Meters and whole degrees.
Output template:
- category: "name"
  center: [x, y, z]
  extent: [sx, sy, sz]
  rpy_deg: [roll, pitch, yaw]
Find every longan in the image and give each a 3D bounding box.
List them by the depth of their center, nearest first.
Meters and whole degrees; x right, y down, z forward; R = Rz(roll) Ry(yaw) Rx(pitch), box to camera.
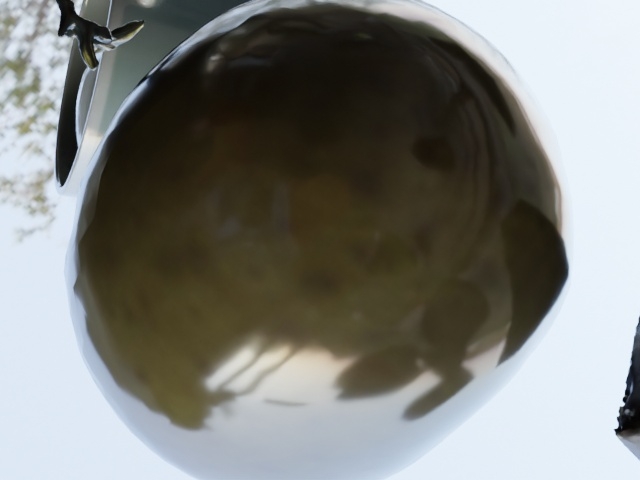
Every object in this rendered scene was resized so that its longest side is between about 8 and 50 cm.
- category: "longan"
  center: [0.000, 0.000, 0.964]
  extent: [0.361, 0.361, 0.361]
  rpy_deg: [19, -125, -29]

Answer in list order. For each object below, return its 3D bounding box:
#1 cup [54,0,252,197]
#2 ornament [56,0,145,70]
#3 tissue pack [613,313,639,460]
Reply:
- category: "cup"
  center: [-0.083, -0.171, 1.345]
  extent: [0.274, 0.356, 0.259]
  rpy_deg: [11, -121, -19]
- category: "ornament"
  center: [-0.265, -0.196, 1.108]
  extent: [0.236, 0.080, 0.202]
  rpy_deg: [33, -97, -10]
- category: "tissue pack"
  center: [0.413, 0.082, 0.932]
  extent: [0.210, 0.370, 0.198]
  rpy_deg: [52, -144, -17]
